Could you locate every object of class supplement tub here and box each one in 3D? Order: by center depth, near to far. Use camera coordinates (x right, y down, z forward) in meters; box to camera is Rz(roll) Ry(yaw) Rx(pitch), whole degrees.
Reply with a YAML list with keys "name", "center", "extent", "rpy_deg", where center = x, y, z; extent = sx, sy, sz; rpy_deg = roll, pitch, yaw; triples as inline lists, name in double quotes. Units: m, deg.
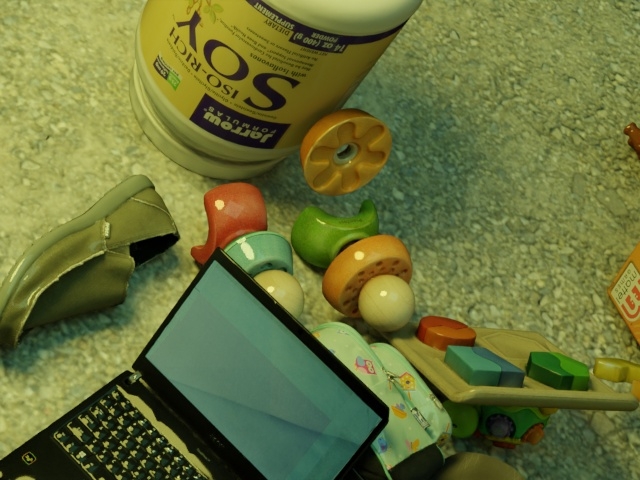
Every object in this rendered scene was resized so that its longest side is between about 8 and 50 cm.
- name: "supplement tub"
  center: [-0.054, -0.233, 1.434]
  extent: [0.241, 0.331, 0.241]
  rpy_deg: [13, 55, -20]

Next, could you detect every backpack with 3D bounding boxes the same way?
- name: "backpack"
  center: [0.021, 0.173, 1.330]
  extent: [0.188, 0.166, 0.144]
  rpy_deg: [50, 51, 6]

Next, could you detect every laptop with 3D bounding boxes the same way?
- name: "laptop"
  center: [-0.117, 0.182, 1.232]
  extent: [0.234, 0.136, 0.264]
  rpy_deg: [42, 55, 18]

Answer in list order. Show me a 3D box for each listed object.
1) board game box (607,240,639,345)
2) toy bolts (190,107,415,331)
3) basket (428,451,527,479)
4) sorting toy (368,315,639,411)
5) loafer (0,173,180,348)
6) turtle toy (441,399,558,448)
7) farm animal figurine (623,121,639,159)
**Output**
- name: "board game box"
  center: [0.614, 0.064, 1.529]
  extent: [0.356, 0.356, 0.356]
  rpy_deg: [5, 40, -26]
- name: "toy bolts"
  center: [0.000, 0.000, 1.396]
  extent: [0.228, 0.218, 0.158]
  rpy_deg: [-11, 45, -25]
- name: "basket"
  center: [0.111, 0.316, 1.290]
  extent: [0.227, 0.204, 0.154]
  rpy_deg: [-42, 124, -44]
- name: "sorting toy"
  center: [0.231, 0.126, 1.454]
  extent: [0.307, 0.229, 0.041]
  rpy_deg: [5, 103, -25]
- name: "loafer"
  center: [-0.224, 0.026, 1.337]
  extent: [0.087, 0.094, 0.251]
  rpy_deg: [41, 51, 6]
- name: "turtle toy"
  center: [0.187, 0.186, 1.467]
  extent: [0.130, 0.095, 0.066]
  rpy_deg: [14, 78, -19]
- name: "farm animal figurine"
  center: [0.572, -0.188, 1.755]
  extent: [0.330, 0.327, 0.172]
  rpy_deg: [-32, 66, -20]
